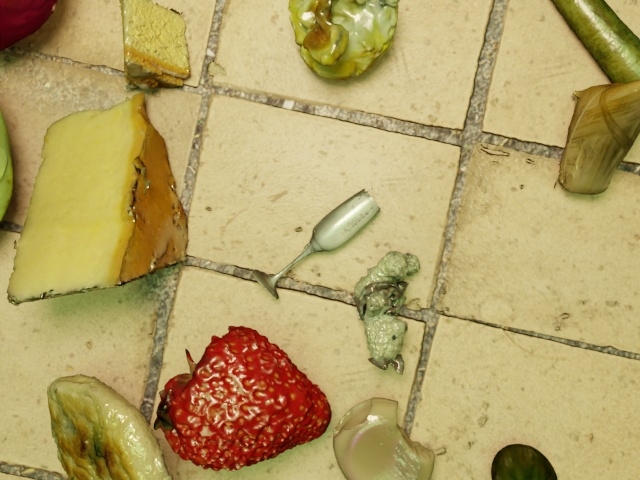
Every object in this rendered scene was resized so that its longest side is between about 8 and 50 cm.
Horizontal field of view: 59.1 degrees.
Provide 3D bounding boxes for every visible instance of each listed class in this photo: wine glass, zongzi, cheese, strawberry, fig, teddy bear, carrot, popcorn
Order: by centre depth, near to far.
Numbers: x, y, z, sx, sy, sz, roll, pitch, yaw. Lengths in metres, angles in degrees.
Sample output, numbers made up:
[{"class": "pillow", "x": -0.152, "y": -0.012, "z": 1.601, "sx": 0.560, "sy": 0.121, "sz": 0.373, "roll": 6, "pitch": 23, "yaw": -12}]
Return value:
[{"class": "zongzi", "x": 0.475, "y": -0.168, "z": 0.917, "sx": 0.099, "sy": 0.197, "sz": 0.195, "roll": 10, "pitch": 96, "yaw": -6}, {"class": "popcorn", "x": 0.036, "y": -0.361, "z": 0.940, "sx": 0.197, "sy": 0.212, "sz": 0.198, "roll": 12, "pitch": 123, "yaw": 19}, {"class": "strawberry", "x": -0.128, "y": 0.282, "z": 0.948, "sx": 0.257, "sy": 0.261, "sz": 0.261, "roll": 43, "pitch": 94, "yaw": 9}, {"class": "fig", "x": 0.351, "y": 0.431, "z": 0.966, "sx": 0.117, "sy": 0.177, "sz": 0.117, "roll": 4, "pitch": 109, "yaw": 12}, {"class": "carrot", "x": 0.457, "y": -0.396, "z": 0.971, "sx": 0.074, "sy": 0.074, "sz": 0.359, "roll": -37, "pitch": 89, "yaw": 4}, {"class": "teddy bear", "x": 0.102, "y": 0.118, "z": 0.990, "sx": 0.111, "sy": 0.133, "sz": 0.213, "roll": 7, "pitch": 84, "yaw": 29}, {"class": "wine glass", "x": 0.000, "y": 0.000, "z": 1.019, "sx": 0.262, "sy": 0.074, "sz": 0.074, "roll": -39, "pitch": 90, "yaw": 4}, {"class": "cheese", "x": 0.148, "y": 0.422, "z": 1.026, "sx": 0.163, "sy": 0.082, "sz": 0.286, "roll": -42, "pitch": 93, "yaw": 6}]

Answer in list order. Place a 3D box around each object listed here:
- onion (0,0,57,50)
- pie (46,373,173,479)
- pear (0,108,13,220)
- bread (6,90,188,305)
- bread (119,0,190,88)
[{"class": "onion", "x": -0.558, "y": -0.546, "z": 0.902, "sx": 0.398, "sy": 0.398, "sz": 0.420, "roll": 39, "pitch": 71, "yaw": 1}, {"class": "pie", "x": -0.383, "y": 0.387, "z": 0.994, "sx": 0.337, "sy": 0.075, "sz": 0.338, "roll": 11, "pitch": 109, "yaw": 34}, {"class": "pear", "x": -0.696, "y": -0.094, "z": 0.977, "sx": 0.342, "sy": 0.238, "sz": 0.318, "roll": -30, "pitch": 107, "yaw": -29}, {"class": "bread", "x": -0.387, "y": -0.066, "z": 0.946, "sx": 0.248, "sy": 0.279, "sz": 0.316, "roll": -12, "pitch": 104, "yaw": 11}, {"class": "bread", "x": -0.300, "y": -0.345, "z": 0.983, "sx": 0.127, "sy": 0.152, "sz": 0.147, "roll": -3, "pitch": 91, "yaw": -4}]
